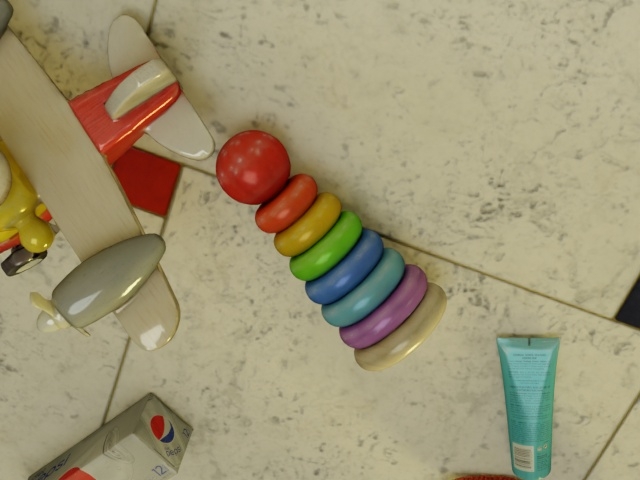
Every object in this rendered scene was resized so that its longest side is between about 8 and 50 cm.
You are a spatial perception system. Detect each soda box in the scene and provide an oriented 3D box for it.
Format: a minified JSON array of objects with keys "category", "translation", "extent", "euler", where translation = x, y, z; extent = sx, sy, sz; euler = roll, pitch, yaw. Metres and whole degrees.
[{"category":"soda box","translation":[-0.320,0.340,1.618],"extent":[0.286,0.098,0.091],"euler":[-35,109,26]}]

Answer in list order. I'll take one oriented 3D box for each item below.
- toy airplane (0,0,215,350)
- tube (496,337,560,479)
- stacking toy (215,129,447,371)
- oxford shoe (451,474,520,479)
[{"category":"toy airplane","translation":[-0.317,-0.089,1.258],"extent":[0.386,0.272,0.384],"euler":[14,103,16]},{"category":"tube","translation":[0.277,0.220,1.484],"extent":[0.080,0.052,0.207],"euler":[-3,115,5]},{"category":"stacking toy","translation":[0.000,0.000,1.360],"extent":[0.141,0.141,0.330],"euler":[-38,101,26]},{"category":"oxford shoe","translation":[0.295,0.407,1.565],"extent":[0.271,0.097,0.098],"euler":[16,135,6]}]
